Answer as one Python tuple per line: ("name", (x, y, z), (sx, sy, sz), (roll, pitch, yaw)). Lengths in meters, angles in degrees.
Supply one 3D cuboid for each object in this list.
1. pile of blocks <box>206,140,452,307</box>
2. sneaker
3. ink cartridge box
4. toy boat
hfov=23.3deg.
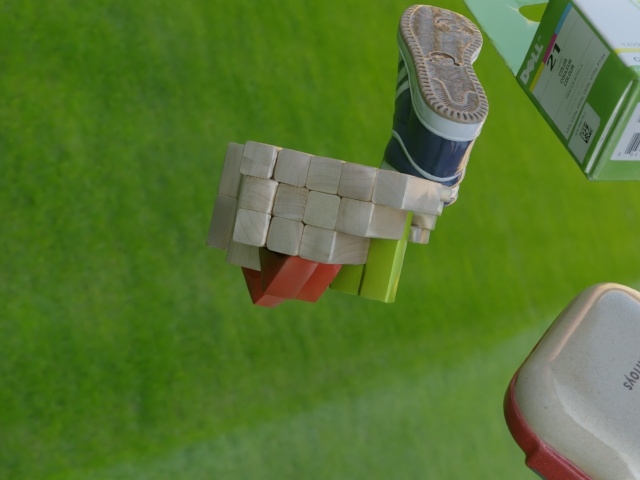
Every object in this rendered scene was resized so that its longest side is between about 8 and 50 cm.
("pile of blocks", (0.000, 0.000, 1.083), (0.362, 0.148, 0.113), (-147, -110, -83))
("sneaker", (0.119, -0.147, 1.738), (0.282, 0.099, 0.153), (-90, -167, -56))
("ink cartridge box", (0.242, -0.161, 1.210), (0.255, 0.188, 0.097), (62, -36, 42))
("toy boat", (0.222, 0.143, 1.244), (0.151, 0.151, 0.231), (39, 40, 8))
